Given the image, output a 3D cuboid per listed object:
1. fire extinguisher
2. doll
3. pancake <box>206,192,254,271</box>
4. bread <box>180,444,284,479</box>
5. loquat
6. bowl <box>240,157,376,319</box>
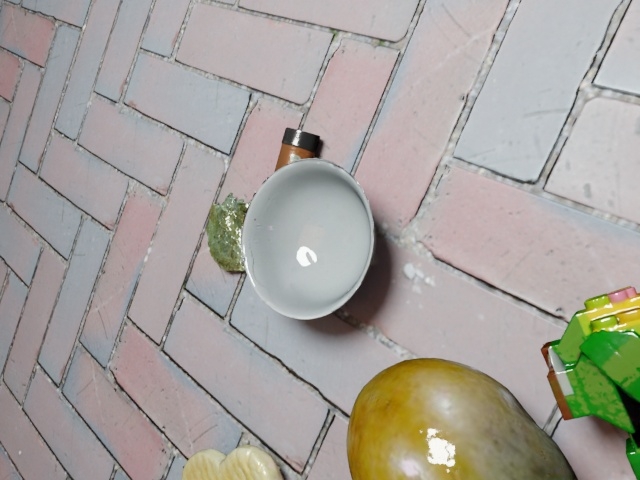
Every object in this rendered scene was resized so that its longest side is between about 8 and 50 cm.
[{"bbox_3d":[-0.044,-0.059,0.713,0.062,0.050,0.177,16,96,13],"label":"fire extinguisher"},{"bbox_3d":[0.273,0.092,0.429,0.134,0.106,0.186,44,110,25],"label":"doll"},{"bbox_3d":[-0.123,-0.011,0.779,0.130,0.023,0.116,9,92,36],"label":"pancake"},{"bbox_3d":[-0.104,0.420,0.695,0.316,0.054,0.315,-6,80,36],"label":"bread"},{"bbox_3d":[0.127,0.215,0.483,0.227,0.179,0.179,47,111,34],"label":"loquat"},{"bbox_3d":[0.000,0.000,0.649,0.189,0.086,0.188,-4,83,32],"label":"bowl"}]
